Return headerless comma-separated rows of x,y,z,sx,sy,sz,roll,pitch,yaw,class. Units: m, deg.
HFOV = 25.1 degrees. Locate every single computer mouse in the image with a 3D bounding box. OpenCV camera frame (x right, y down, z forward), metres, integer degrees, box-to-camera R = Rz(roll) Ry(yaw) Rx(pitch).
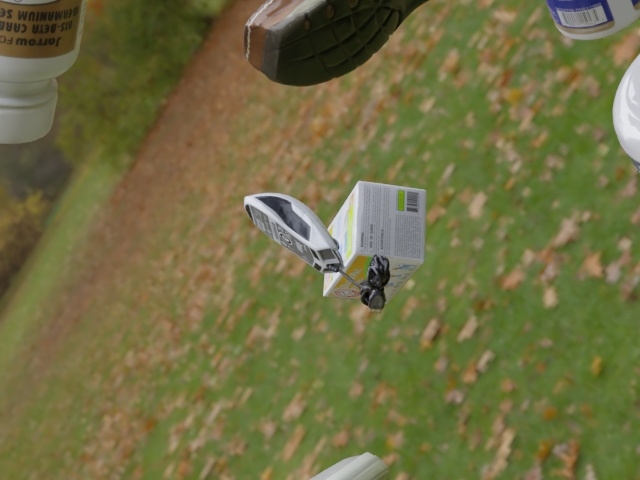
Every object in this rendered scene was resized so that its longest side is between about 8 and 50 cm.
0.000,0.000,1.526,0.042,0.193,0.106,-48,-20,-16,computer mouse

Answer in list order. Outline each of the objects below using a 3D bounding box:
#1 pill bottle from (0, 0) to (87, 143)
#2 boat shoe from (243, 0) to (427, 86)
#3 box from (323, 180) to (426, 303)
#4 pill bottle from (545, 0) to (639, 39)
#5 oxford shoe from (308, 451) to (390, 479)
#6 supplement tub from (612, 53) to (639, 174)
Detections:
-0.271,-0.208,1.263,0.131,0.131,0.229,-76,1,-61,pill bottle
0.031,-0.262,1.405,0.324,0.120,0.122,-39,-27,-36,boat shoe
0.077,0.007,2.092,0.203,0.103,0.114,124,151,-67,box
0.277,-0.319,1.547,0.112,0.186,0.112,-19,39,16,pill bottle
-0.113,0.316,1.336,0.449,0.130,0.169,-32,-35,-30,oxford shoe
0.447,-0.057,1.400,0.228,0.316,0.228,-27,30,18,supplement tub
